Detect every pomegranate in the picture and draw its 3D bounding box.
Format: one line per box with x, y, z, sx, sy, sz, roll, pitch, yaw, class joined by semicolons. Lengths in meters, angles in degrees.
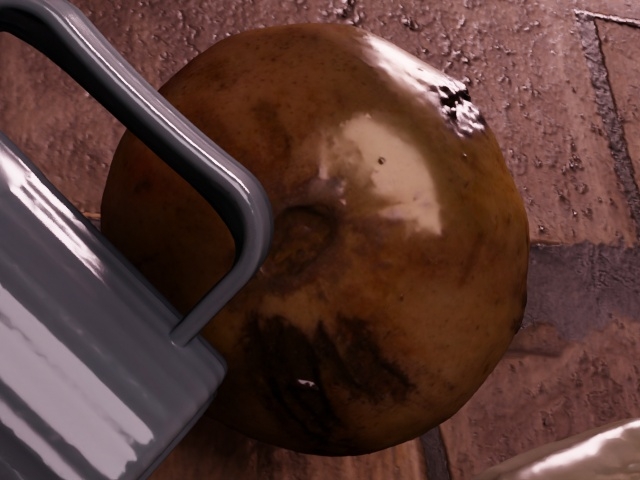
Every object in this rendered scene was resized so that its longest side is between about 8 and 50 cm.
0.000;0.000;1.090;0.322;0.322;0.322;15;57;-24;pomegranate

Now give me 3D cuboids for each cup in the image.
-0.222;0.039;0.933;0.311;0.257;0.331;44;71;-1;cup

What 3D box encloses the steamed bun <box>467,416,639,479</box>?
0.220;0.343;1.075;0.247;0.236;0.383;-18;67;-28;steamed bun
